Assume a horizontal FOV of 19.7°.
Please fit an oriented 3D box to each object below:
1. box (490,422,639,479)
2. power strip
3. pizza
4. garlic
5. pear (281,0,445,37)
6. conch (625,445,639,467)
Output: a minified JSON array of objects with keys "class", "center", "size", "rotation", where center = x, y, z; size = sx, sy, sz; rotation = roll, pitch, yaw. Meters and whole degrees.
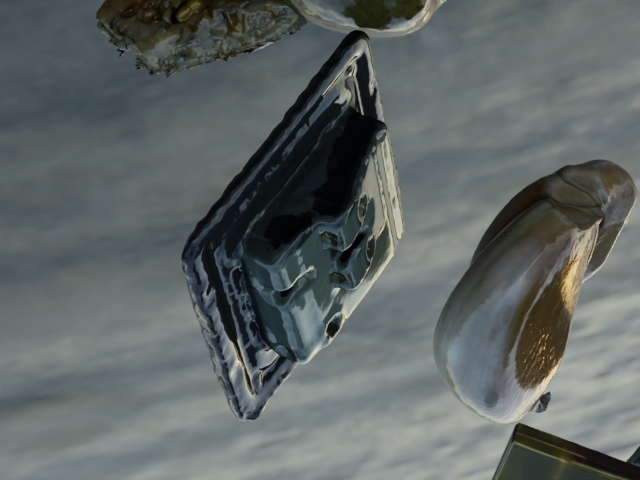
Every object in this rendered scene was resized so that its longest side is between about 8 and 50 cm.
[{"class":"box","center":[0.147,0.185,1.192],"size":[0.090,0.023,0.133],"rotation":[18,127,1]},{"class":"power strip","center":[0.002,-0.001,1.484],"size":[0.092,0.251,0.257],"rotation":[18,149,22]},{"class":"pizza","center":[-0.115,-0.212,1.628],"size":[0.147,0.226,0.069],"rotation":[-35,125,-10]},{"class":"garlic","center":[0.164,0.047,1.550],"size":[0.217,0.110,0.228],"rotation":[-33,143,-55]},{"class":"pear","center":[0.037,-0.263,1.478],"size":[0.188,0.211,0.228],"rotation":[-27,154,-27]},{"class":"conch","center":[0.389,0.206,1.402],"size":[0.319,0.215,0.303],"rotation":[26,163,20]}]
